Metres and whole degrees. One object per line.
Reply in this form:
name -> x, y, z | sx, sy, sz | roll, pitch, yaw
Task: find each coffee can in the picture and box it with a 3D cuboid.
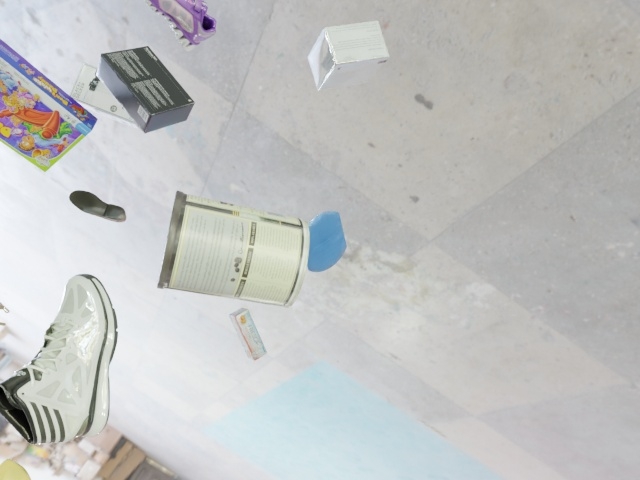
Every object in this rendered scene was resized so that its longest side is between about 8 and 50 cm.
coffee can -> -0.184, 0.023, 1.021 | 0.275, 0.202, 0.201 | 12, 149, -17

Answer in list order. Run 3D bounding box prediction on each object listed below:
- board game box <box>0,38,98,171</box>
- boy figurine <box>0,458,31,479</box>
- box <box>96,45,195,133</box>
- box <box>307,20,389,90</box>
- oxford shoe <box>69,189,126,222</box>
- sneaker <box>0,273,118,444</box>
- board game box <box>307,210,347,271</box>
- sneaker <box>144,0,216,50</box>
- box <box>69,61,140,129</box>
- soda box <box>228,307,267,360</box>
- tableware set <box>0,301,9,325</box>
board game box -> -0.878, -0.391, 1.412 | 0.233, 0.078, 0.347 | -32, 128, 20
boy figurine -> -0.751, 0.564, 0.989 | 0.092, 0.285, 0.177 | 57, 162, 5
box -> -0.577, -0.503, 1.606 | 0.261, 0.184, 0.103 | 51, 138, 4
box -> 0.080, -0.553, 1.462 | 0.182, 0.181, 0.119 | 156, 98, -70
oxford shoe -> -0.810, -0.114, 1.765 | 0.212, 0.076, 0.076 | 26, 159, -3
sneaker -> -0.687, 0.300, 1.262 | 0.169, 0.448, 0.257 | -11, 167, 24
board game box -> 0.000, 0.000, 1.261 | 0.033, 0.133, 0.169 | 29, 143, 46
sneaker -> -0.318, -0.541, 1.106 | 0.104, 0.095, 0.236 | -6, 159, 18
box -> -0.881, -0.607, 2.050 | 0.290, 0.169, 0.087 | 22, 175, -7
soda box -> -0.260, 0.336, 1.740 | 0.063, 0.058, 0.183 | -2, 112, 58
tableware set -> -0.844, 0.182, 1.173 | 0.039, 0.128, 0.194 | 64, 157, 17
